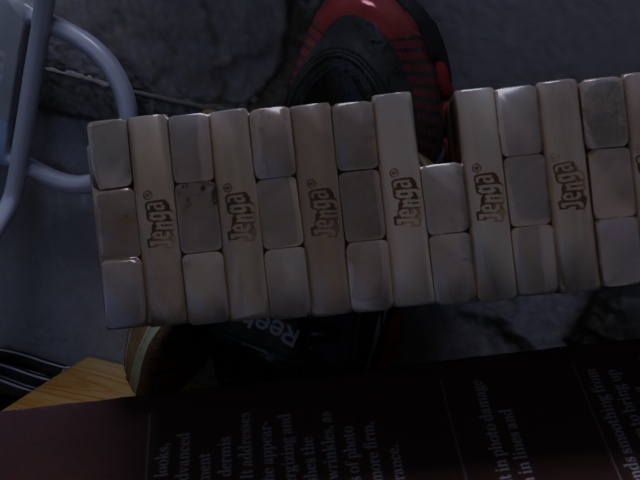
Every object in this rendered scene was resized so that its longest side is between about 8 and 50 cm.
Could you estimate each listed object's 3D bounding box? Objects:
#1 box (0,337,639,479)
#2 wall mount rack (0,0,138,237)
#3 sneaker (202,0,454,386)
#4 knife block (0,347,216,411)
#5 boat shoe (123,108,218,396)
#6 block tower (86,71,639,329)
[{"bbox_3d":[0.017,0.169,0.477,0.381,0.191,0.143,-5,125,-2],"label":"box"},{"bbox_3d":[-0.302,-0.076,0.675,0.350,0.130,0.304,26,116,16],"label":"wall mount rack"},{"bbox_3d":[0.000,0.000,0.559,0.097,0.135,0.276,20,113,20],"label":"sneaker"},{"bbox_3d":[-0.139,0.135,0.710,0.275,0.242,0.088,-6,112,-20],"label":"knife block"},{"bbox_3d":[-0.084,0.009,0.648,0.072,0.068,0.190,35,109,24],"label":"boat shoe"},{"bbox_3d":[0.061,-0.018,0.464,0.335,0.097,0.091,-6,87,3],"label":"block tower"}]
